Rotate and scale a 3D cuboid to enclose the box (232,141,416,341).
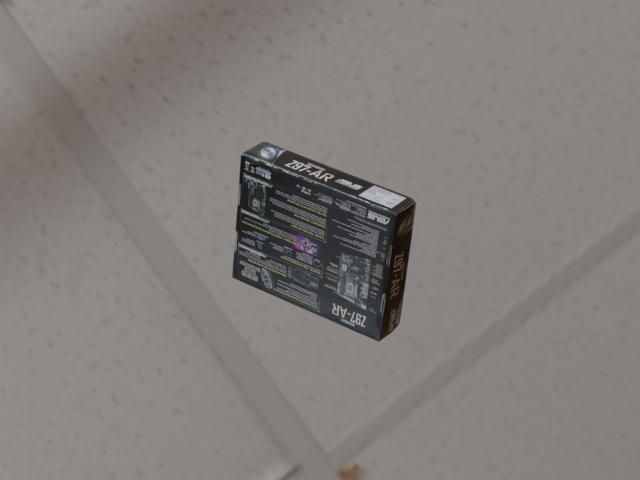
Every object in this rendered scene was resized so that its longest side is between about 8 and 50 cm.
[{"bbox_3d":[0.000,0.000,0.748,0.018,0.083,0.067,-33,-43,-48],"label":"box"}]
